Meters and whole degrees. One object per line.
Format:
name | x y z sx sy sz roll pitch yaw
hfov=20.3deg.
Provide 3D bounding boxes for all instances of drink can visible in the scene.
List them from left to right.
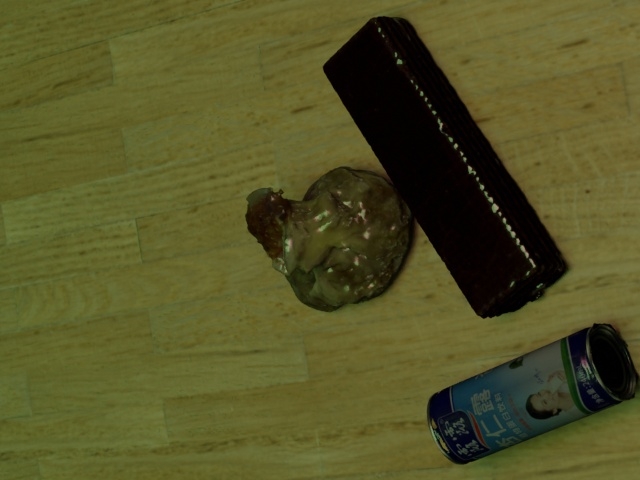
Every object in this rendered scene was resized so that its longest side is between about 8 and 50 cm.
drink can | 0.241 0.178 2.049 0.235 0.097 0.097 -27 78 34

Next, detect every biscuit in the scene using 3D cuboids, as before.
biscuit | 0.144 -0.089 2.113 0.107 0.073 0.388 -42 70 31

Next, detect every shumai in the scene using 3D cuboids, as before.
shumai | 0.000 0.000 2.179 0.209 0.153 0.161 -35 66 35
